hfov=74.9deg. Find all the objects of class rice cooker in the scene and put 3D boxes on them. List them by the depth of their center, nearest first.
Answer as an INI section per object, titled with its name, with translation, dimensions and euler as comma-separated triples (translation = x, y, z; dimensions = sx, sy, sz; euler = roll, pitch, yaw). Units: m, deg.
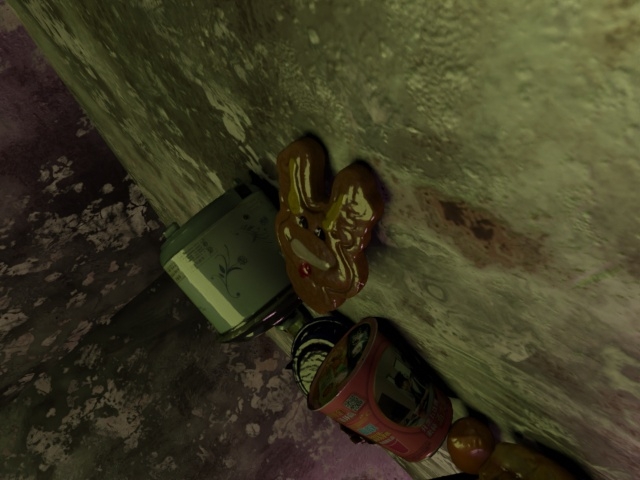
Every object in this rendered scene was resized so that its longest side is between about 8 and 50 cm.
[rice cooker]
translation = -0.145, 0.052, 0.829
dimensions = 0.317, 0.264, 0.316
euler = 6, 112, 16

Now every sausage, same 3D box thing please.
[sausage]
translation = 0.322, 0.444, 0.896
dimensions = 0.098, 0.098, 0.238
euler = 31, 158, 37

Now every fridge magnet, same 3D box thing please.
[fridge magnet]
translation = 0.028, 0.331, 1.096
dimensions = 0.265, 0.265, 0.113
euler = 39, -156, 21

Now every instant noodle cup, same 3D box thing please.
[instant noodle cup]
translation = 0.136, 0.331, 0.895
dimensions = 0.255, 0.244, 0.244
euler = 39, 162, -5

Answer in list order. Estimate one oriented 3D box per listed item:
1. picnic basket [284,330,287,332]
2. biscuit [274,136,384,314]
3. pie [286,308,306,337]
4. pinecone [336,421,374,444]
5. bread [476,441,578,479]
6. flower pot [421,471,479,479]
[picnic basket]
translation = -0.131, 0.339, 1.688
dimensions = 0.072, 0.072, 0.083
euler = 41, 174, 14
[biscuit]
translation = -0.003, 0.002, 0.609
dimensions = 0.186, 0.044, 0.295
euler = 36, 140, 32
[pie]
translation = -0.128, 0.261, 1.500
dimensions = 0.306, 0.071, 0.306
euler = 47, 165, 17
[pinecone]
translation = 0.142, 0.506, 1.272
dimensions = 0.208, 0.208, 0.207
euler = 40, 161, 17
[bread]
translation = 0.429, 0.518, 0.736
dimensions = 0.344, 0.149, 0.195
euler = 49, 174, -12
[flower pot]
translation = 0.289, 0.700, 0.952
dimensions = 0.251, 0.379, 0.379
euler = 7, 153, 6
